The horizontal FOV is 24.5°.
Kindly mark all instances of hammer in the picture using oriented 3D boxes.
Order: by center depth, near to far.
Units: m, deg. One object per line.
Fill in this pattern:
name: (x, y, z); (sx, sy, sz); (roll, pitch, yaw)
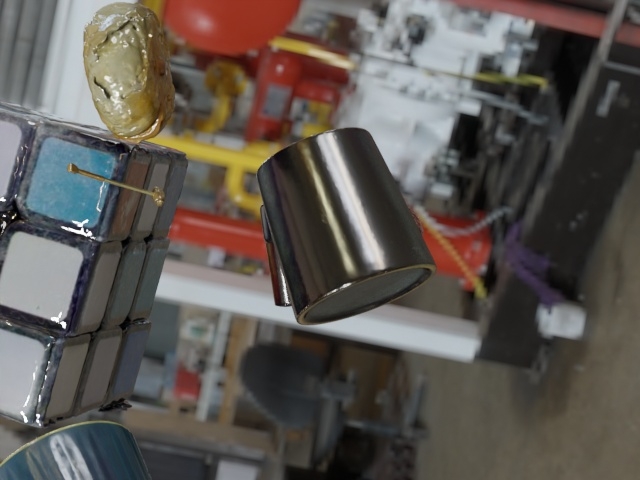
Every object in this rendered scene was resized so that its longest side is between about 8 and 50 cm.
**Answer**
hammer: (-0.221, -0.062, 1.604); (0.014, 0.123, 0.029); (-49, 43, 29)

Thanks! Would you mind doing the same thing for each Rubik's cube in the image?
Rubik's cube: (-0.392, 0.004, 1.818); (0.362, 0.363, 0.358); (-13, -59, -79)

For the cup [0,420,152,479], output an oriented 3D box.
cup: (-0.189, 0.249, 1.128); (0.155, 0.176, 0.131); (54, 177, 31)

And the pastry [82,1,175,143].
pastry: (-0.203, -0.179, 1.573); (0.153, 0.081, 0.153); (-8, -90, -88)

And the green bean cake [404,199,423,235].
green bean cake: (0.058, -0.044, 1.794); (0.056, 0.135, 0.135); (-45, -19, 15)

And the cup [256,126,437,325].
cup: (-0.007, -0.002, 1.663); (0.239, 0.166, 0.177); (-30, 74, 30)
